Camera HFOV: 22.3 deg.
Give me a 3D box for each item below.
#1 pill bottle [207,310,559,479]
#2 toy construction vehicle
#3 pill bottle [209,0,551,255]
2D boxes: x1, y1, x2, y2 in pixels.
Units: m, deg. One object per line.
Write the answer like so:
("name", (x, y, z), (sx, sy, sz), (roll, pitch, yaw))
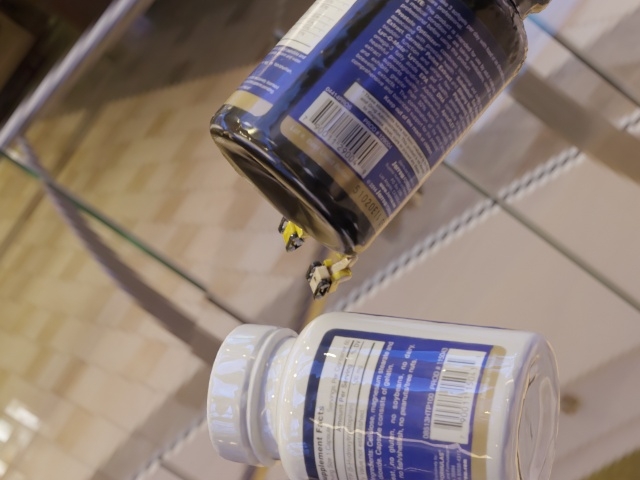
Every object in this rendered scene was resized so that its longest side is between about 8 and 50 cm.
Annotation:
("pill bottle", (0.036, 0.099, 0.943), (0.187, 0.112, 0.112), (5, 52, 23))
("toy construction vehicle", (0.000, 0.000, 1.392), (0.098, 0.035, 0.085), (112, 140, -60))
("pill bottle", (0.046, -0.108, 0.981), (0.219, 0.123, 0.123), (-48, 17, -9))
